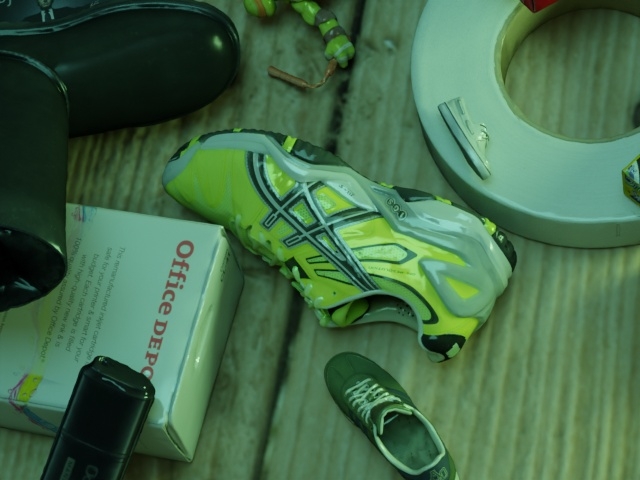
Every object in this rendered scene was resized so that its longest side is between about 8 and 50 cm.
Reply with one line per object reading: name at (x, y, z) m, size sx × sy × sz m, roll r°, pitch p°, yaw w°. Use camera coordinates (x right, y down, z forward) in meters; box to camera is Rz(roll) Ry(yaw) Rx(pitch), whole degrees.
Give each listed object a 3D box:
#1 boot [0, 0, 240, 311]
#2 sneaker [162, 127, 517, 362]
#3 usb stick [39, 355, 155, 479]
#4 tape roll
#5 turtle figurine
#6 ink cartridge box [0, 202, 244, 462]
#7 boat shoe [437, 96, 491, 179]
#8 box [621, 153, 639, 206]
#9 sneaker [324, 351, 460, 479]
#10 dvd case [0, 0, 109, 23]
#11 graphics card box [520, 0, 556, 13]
boot at (-0.263, -0.095, 1.824) m, size 0.367 × 0.146 × 0.445 m, roll -8°, pitch 26°, yaw 3°
sneaker at (0.000, 0.000, 1.874) m, size 0.385 × 0.145 × 0.147 m, roll 19°, pitch 70°, yaw 19°
usb stick at (-0.235, 0.241, 1.778) m, size 0.077 × 0.045 × 0.278 m, roll 23°, pitch 110°, yaw 2°
tape roll at (0.290, -0.178, 1.942) m, size 0.392 × 0.072 × 0.392 m, roll -4°, pitch 66°, yaw 8°
turtle figurine at (-0.012, -0.315, 2.048) m, size 0.217 × 0.087 × 0.269 m, roll -32°, pitch 64°, yaw -5°
ink cartridge box at (-0.258, 0.086, 1.888) m, size 0.306 × 0.131 × 0.226 m, roll 10°, pitch 68°, yaw 13°
boat shoe at (0.156, -0.107, 1.877) m, size 0.035 × 0.035 × 0.100 m, roll -28°, pitch 57°, yaw 0°
box at (0.378, -0.097, 1.819) m, size 0.169 × 0.054 × 0.059 m, roll -43°, pitch 66°, yaw -10°
sneaker at (0.069, 0.173, 1.814) m, size 0.064 × 0.086 × 0.192 m, roll -37°, pitch 65°, yaw -7°
dvd case at (-0.309, -0.252, 2.107) m, size 0.179 × 0.029 × 0.238 m, roll -13°, pitch 65°, yaw 4°
graphics card box at (0.225, -0.416, 1.986) m, size 0.233 × 0.094 × 0.371 m, roll -30°, pitch 48°, yaw -9°
